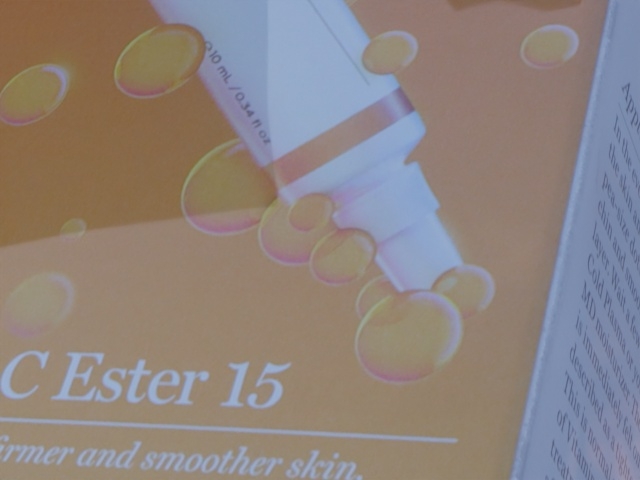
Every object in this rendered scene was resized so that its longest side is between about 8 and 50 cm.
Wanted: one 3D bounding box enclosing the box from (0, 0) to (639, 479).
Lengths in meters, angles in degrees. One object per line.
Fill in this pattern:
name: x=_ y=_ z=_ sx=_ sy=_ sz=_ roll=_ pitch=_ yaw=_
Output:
box: x=0.000 y=0.000 z=0.531 sx=0.215 sy=0.168 sz=0.345 roll=-1 pitch=53 yaw=24
